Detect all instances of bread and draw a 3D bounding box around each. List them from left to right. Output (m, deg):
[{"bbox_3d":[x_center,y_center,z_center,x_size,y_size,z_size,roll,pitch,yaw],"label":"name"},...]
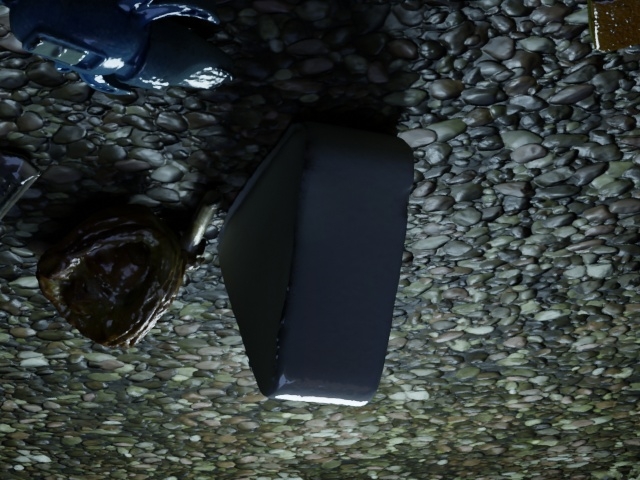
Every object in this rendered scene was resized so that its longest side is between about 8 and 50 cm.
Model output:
[{"bbox_3d":[0.321,-0.238,1.330,0.090,0.035,0.094,-9,153,10],"label":"bread"}]

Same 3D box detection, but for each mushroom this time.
[{"bbox_3d":[-0.166,-0.017,1.697,0.061,0.060,0.187,10,146,-15],"label":"mushroom"}]

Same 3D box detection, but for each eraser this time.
[{"bbox_3d":[0.000,0.000,1.573,0.150,0.331,0.331,6,152,-21],"label":"eraser"}]

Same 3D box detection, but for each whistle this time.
[{"bbox_3d":[-0.202,-0.205,1.294,0.269,0.093,0.180,14,148,-42],"label":"whistle"}]

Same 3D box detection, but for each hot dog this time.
[{"bbox_3d":[-0.284,0.053,1.726,0.175,0.114,0.259,43,142,-4],"label":"hot dog"}]

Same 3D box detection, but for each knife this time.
[{"bbox_3d":[-0.461,-0.021,1.667,0.089,0.043,0.365,15,148,-33],"label":"knife"}]
